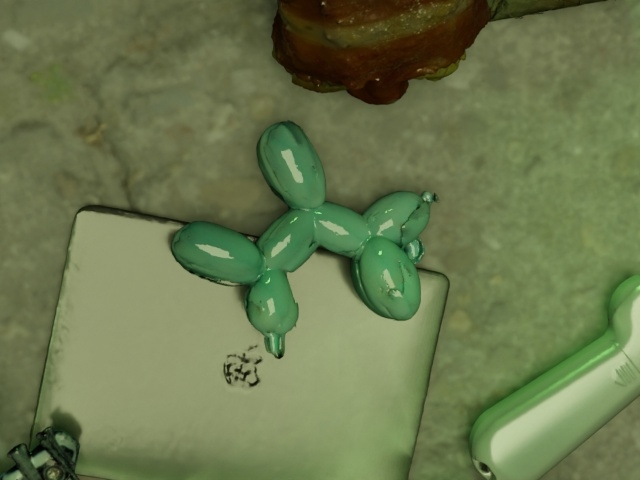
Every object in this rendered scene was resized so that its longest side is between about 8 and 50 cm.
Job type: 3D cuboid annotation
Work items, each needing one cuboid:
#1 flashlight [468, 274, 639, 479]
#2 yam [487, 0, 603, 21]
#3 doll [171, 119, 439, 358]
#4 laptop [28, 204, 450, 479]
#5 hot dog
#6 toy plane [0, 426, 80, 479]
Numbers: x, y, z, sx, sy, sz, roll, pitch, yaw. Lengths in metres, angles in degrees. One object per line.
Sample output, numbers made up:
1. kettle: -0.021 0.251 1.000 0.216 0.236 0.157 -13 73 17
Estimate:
1. flashlight: 0.192 0.104 1.039 0.200 0.047 0.093 -37 101 2
2. yam: 0.152 -0.180 0.987 0.132 0.054 0.054 -10 100 -7
3. doll: 0.000 0.000 0.980 0.159 0.059 0.158 -43 93 -10
4. laptop: -0.055 0.089 1.017 0.269 0.015 0.187 11 96 -9
5. hot dog: 0.031 -0.155 0.905 0.146 0.213 0.103 -4 63 8
6. toy plane: -0.204 0.227 0.985 0.169 0.078 0.246 -33 101 -2
